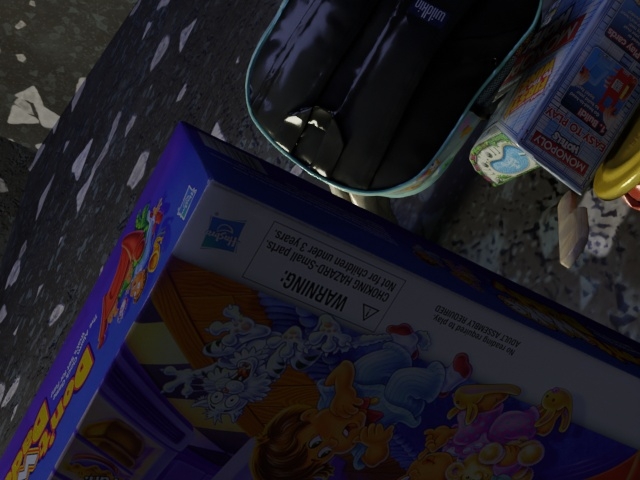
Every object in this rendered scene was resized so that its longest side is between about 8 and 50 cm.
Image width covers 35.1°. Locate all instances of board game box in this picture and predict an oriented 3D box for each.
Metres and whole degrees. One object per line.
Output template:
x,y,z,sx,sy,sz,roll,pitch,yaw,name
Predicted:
0.170,-0.113,0.709,0.194,0.060,0.194,-59,12,-21,board game box
0.037,0.126,0.483,0.233,0.347,0.078,-60,25,13,board game box

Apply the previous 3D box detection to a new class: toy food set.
0.236,-0.067,0.618,0.218,0.071,0.128,-55,2,16,toy food set

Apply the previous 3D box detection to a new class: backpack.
0.046,-0.124,0.710,0.188,0.166,0.144,-57,-7,2,backpack

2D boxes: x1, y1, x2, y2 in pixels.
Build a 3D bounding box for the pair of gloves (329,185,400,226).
0.041,-0.097,0.899,0.042,0.204,0.240,-4,53,15,pair of gloves
